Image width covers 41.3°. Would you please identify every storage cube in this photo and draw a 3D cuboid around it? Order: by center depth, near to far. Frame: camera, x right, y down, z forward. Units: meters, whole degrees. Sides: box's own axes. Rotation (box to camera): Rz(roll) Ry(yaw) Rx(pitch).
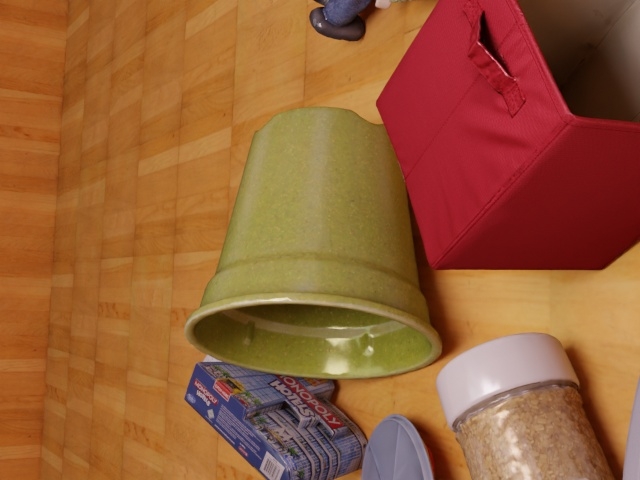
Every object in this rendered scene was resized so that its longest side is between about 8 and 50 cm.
[{"bbox_3d":[0.182,-0.100,0.685,0.193,0.215,0.183,124,139,-49],"label":"storage cube"}]

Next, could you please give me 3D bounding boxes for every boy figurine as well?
[{"bbox_3d":[0.077,-0.372,1.015,0.285,0.092,0.177,-44,49,47],"label":"boy figurine"}]

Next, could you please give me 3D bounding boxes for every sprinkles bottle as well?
[{"bbox_3d":[0.201,0.255,0.685,0.121,0.121,0.355,-51,45,44],"label":"sprinkles bottle"}]

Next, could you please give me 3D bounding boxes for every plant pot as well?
[{"bbox_3d":[0.000,0.000,0.964,0.276,0.276,0.253,-34,46,53],"label":"plant pot"}]

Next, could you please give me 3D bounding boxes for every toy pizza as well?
[{"bbox_3d":[0.091,0.293,0.932,0.201,0.032,0.201,-176,90,-72],"label":"toy pizza"}]

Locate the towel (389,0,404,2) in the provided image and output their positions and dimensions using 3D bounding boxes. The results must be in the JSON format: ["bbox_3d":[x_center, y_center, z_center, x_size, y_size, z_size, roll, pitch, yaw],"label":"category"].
[{"bbox_3d":[0.129,-0.311,0.903,0.148,0.027,0.110,8,117,37],"label":"towel"}]

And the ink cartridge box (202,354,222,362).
[{"bbox_3d":[-0.068,0.138,1.136,0.179,0.145,0.045,-59,41,37],"label":"ink cartridge box"}]

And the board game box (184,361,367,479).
[{"bbox_3d":[-0.033,0.213,1.059,0.194,0.194,0.060,35,115,33],"label":"board game box"}]

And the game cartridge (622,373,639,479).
[{"bbox_3d":[0.282,0.153,0.537,0.196,0.060,0.294,-35,36,58],"label":"game cartridge"}]
